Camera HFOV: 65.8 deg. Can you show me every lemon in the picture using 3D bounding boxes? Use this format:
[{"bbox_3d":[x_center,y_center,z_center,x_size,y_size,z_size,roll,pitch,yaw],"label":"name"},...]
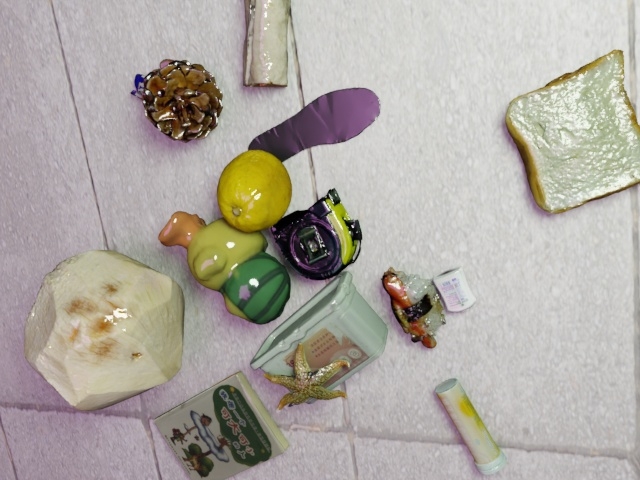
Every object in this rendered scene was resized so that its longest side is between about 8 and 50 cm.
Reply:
[{"bbox_3d":[-0.148,-0.114,1.131,0.170,0.207,0.169,11,135,12],"label":"lemon"}]

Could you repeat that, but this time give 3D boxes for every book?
[{"bbox_3d":[-0.299,0.563,1.441,0.371,0.043,0.260,-34,90,24],"label":"book"}]

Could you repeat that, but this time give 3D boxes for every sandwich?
[{"bbox_3d":[0.493,-0.196,0.944,0.226,0.087,0.251,-22,95,24],"label":"sandwich"}]

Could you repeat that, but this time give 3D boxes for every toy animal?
[{"bbox_3d":[-0.206,0.053,1.202,0.338,0.216,0.191,44,86,2],"label":"toy animal"}]

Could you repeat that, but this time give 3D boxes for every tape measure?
[{"bbox_3d":[0.000,0.000,1.158,0.199,0.112,0.186,-29,94,25],"label":"tape measure"}]

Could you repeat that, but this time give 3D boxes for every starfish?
[{"bbox_3d":[-0.032,0.305,1.120,0.208,0.053,0.175,-13,105,8],"label":"starfish"}]

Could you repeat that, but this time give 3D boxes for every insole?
[{"bbox_3d":[-0.022,-0.258,1.156,0.349,0.009,0.118,-22,94,23],"label":"insole"}]

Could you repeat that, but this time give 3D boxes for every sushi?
[{"bbox_3d":[0.219,0.146,1.123,0.103,0.097,0.225,-16,112,29],"label":"sushi"}]

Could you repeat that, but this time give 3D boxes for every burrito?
[{"bbox_3d":[-0.114,-0.481,1.070,0.105,0.143,0.298,0,111,-14],"label":"burrito"}]

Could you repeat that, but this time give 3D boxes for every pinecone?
[{"bbox_3d":[-0.323,-0.320,1.143,0.184,0.204,0.179,19,113,-2],"label":"pinecone"}]

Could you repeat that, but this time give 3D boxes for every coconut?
[{"bbox_3d":[-0.531,0.232,1.278,0.416,0.345,0.414,5,102,22],"label":"coconut"}]

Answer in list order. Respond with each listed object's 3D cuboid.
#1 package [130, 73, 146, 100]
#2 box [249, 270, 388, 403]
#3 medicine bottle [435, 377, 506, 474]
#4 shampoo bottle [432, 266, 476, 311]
[{"bbox_3d":[-0.429,-0.376,1.261,0.111,0.033,0.077,24,87,-1],"label":"package"},{"bbox_3d":[0.008,0.246,1.192,0.182,0.175,0.312,45,114,-6],"label":"box"},{"bbox_3d":[0.349,0.433,1.162,0.074,0.074,0.218,-31,90,24],"label":"medicine bottle"},{"bbox_3d":[0.304,0.115,1.112,0.072,0.043,0.099,-25,95,24],"label":"shampoo bottle"}]
